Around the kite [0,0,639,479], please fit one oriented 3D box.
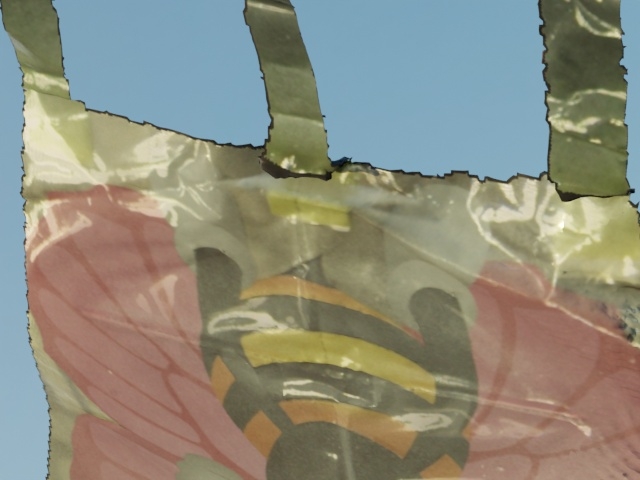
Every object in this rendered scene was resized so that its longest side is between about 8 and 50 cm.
[{"bbox_3d":[0.002,-0.002,0.357,0.204,0.022,0.360,15,-46,26],"label":"kite"}]
